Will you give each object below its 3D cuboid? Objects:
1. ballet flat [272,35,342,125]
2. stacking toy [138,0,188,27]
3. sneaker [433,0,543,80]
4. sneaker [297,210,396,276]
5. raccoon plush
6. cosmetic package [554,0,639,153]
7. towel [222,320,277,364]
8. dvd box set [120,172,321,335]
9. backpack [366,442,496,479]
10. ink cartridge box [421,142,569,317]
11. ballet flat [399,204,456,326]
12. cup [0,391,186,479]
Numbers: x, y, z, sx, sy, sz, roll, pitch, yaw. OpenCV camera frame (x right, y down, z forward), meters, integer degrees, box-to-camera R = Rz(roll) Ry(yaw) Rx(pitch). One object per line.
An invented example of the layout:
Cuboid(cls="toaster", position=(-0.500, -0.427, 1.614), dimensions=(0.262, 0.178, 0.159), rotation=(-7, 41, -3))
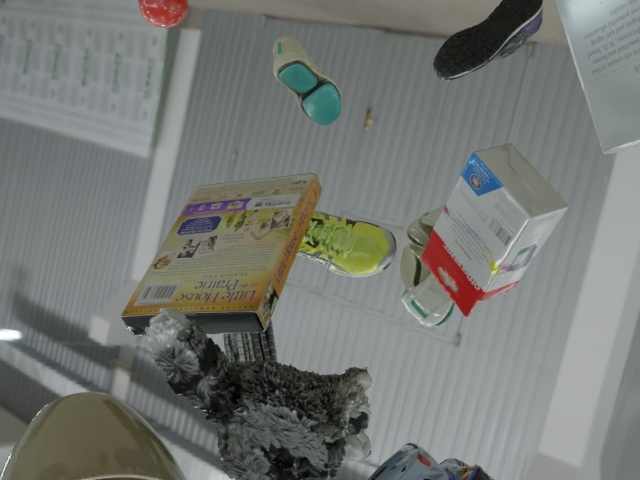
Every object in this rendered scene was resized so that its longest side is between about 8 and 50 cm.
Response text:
Cuboid(cls="ballet flat", position=(-0.026, -0.300, 1.526), dimensions=(0.086, 0.086, 0.248), rotation=(15, 168, 23))
Cuboid(cls="stacking toy", position=(-0.281, -0.552, 1.495), dimensions=(0.141, 0.331, 0.141), rotation=(5, 175, 0))
Cuboid(cls="sneaker", position=(0.388, -0.434, 1.847), dimensions=(0.107, 0.283, 0.124), rotation=(56, -177, 28))
Cuboid(cls="sneaker", position=(0.000, 0.000, 1.984), dimensions=(0.384, 0.145, 0.147), rotation=(10, 177, 31))
Cuboid(cls="raccoon plush", position=(-0.066, 0.232, 1.430), dimensions=(0.216, 0.447, 0.299), rotation=(-24, -167, 25))
Cuboid(cls="cosmetic package", position=(0.671, -0.406, 1.461), dimensions=(0.329, 0.394, 0.327), rotation=(-18, 179, -23))
Cuboid(cls="towel", position=(-0.169, 0.224, 1.946), dimensions=(0.121, 0.284, 0.235), rotation=(-8, 160, -6))
Cuboid(cls="dvd box set", position=(-0.192, 0.022, 1.690), dimensions=(0.307, 0.062, 0.420), rotation=(-5, -141, 23))
Cuboid(cls="backpack", position=(0.111, 0.377, 0.959), dimensions=(0.213, 0.263, 0.276), rotation=(34, 171, 12))
Cuboid(cls="ink cartridge box", position=(0.244, -0.010, 1.192), dimensions=(0.078, 0.231, 0.134), rotation=(-17, -123, -30))
Cuboid(cls="ballet flat", position=(0.254, 0.023, 1.898), dimensions=(0.139, 0.139, 0.400), rotation=(13, -137, 2))
Cuboid(cls="cup", position=(-0.387, 0.394, 1.357), dimensions=(0.331, 0.331, 0.237), rotation=(10, -145, -29))
